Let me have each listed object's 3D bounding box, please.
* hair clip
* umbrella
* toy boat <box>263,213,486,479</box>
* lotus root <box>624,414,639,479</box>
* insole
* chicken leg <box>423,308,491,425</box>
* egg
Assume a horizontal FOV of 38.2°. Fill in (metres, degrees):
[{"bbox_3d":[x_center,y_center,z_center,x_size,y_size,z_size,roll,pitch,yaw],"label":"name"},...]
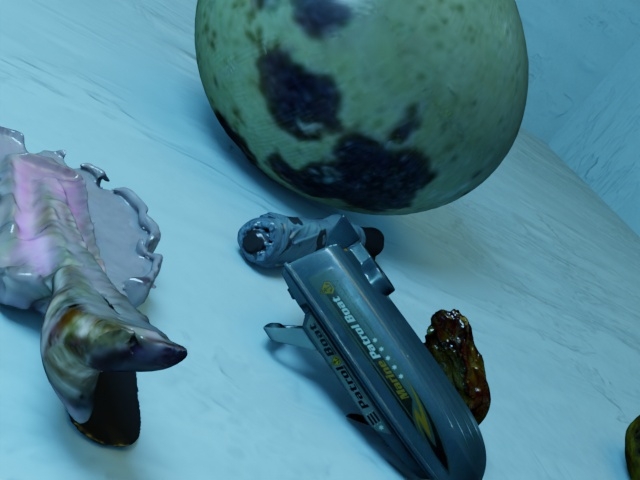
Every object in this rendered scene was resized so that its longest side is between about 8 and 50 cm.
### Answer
[{"bbox_3d":[-0.157,0.015,0.557,0.173,0.069,0.300,22,13,-32],"label":"hair clip"},{"bbox_3d":[0.001,-0.002,0.923,0.052,0.053,0.250,45,21,21],"label":"umbrella"},{"bbox_3d":[0.046,0.109,0.722,0.246,0.103,0.093,56,6,8],"label":"toy boat"},{"bbox_3d":[0.393,0.247,0.985,0.120,0.120,0.209,33,19,-17],"label":"lotus root"},{"bbox_3d":[-0.142,0.062,0.590,0.064,0.004,0.188,24,24,-29],"label":"insole"},{"bbox_3d":[0.112,0.118,0.751,0.037,0.145,0.062,-34,29,-34],"label":"chicken leg"},{"bbox_3d":[0.055,-0.201,1.040,0.428,0.345,0.345,37,14,-49],"label":"egg"}]
